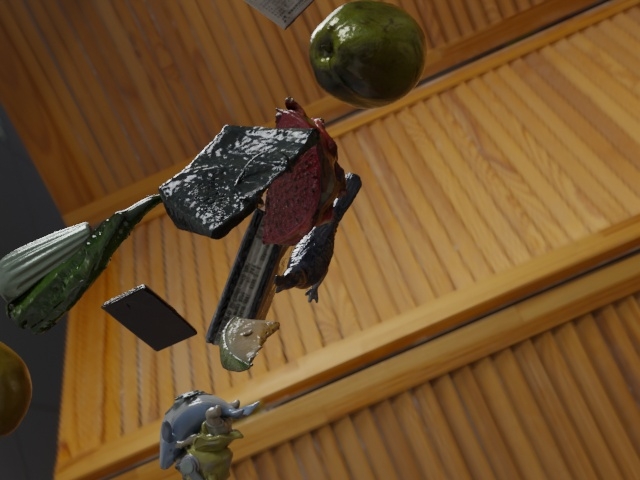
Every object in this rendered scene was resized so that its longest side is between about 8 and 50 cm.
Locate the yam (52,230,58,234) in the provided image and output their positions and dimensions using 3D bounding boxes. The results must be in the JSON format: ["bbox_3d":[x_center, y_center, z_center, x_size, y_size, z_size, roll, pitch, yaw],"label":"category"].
[{"bbox_3d":[-0.599,0.035,2.024,0.132,0.054,0.054,38,-168,-16],"label":"yam"}]

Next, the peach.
[{"bbox_3d":[-0.775,0.336,1.878,0.251,0.251,0.153,66,163,0],"label":"peach"}]

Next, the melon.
[{"bbox_3d":[-0.138,0.186,1.473,0.182,0.098,0.054,-52,-43,-69],"label":"melon"}]

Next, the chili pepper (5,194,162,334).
[{"bbox_3d":[-0.377,0.037,1.390,0.085,0.359,0.076,47,-163,-19],"label":"chili pepper"}]

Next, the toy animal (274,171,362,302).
[{"bbox_3d":[-0.012,0.035,1.755,0.367,0.081,0.205,-54,-18,-43],"label":"toy animal"}]

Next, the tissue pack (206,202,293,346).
[{"bbox_3d":[-0.155,0.080,2.063,0.122,0.361,0.259,22,-170,6],"label":"tissue pack"}]

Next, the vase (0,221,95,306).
[{"bbox_3d":[-0.611,0.047,1.900,0.128,0.248,0.128,58,-179,-2],"label":"vase"}]

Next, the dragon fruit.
[{"bbox_3d":[-0.006,-0.116,1.531,0.161,0.126,0.274,-6,-75,-59],"label":"dragon fruit"}]

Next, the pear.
[{"bbox_3d":[0.116,-0.431,1.959,0.321,0.269,0.269,-6,-111,-49],"label":"pear"}]

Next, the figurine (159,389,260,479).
[{"bbox_3d":[-0.203,0.353,1.504,0.184,0.208,0.128,61,-168,8],"label":"figurine"}]

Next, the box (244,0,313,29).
[{"bbox_3d":[-0.062,-0.575,1.654,0.194,0.260,0.111,30,-139,-32],"label":"box"}]

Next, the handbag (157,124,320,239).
[{"bbox_3d":[-0.130,-0.097,1.315,0.175,0.270,0.088,7,136,43],"label":"handbag"}]

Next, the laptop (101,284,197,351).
[{"bbox_3d":[-0.426,0.196,2.113,0.207,0.154,0.026,47,-151,-34],"label":"laptop"}]
